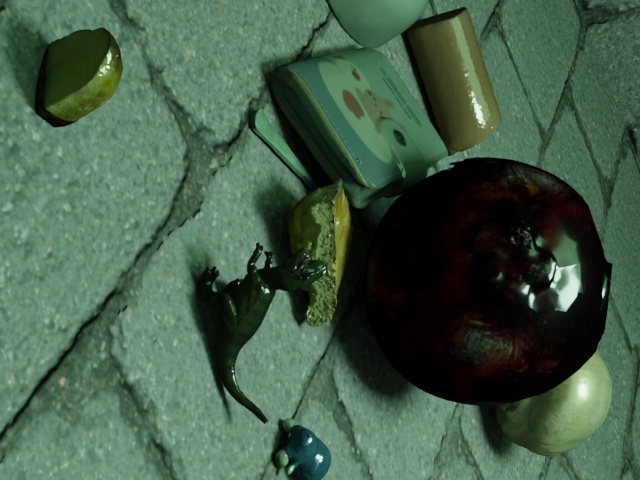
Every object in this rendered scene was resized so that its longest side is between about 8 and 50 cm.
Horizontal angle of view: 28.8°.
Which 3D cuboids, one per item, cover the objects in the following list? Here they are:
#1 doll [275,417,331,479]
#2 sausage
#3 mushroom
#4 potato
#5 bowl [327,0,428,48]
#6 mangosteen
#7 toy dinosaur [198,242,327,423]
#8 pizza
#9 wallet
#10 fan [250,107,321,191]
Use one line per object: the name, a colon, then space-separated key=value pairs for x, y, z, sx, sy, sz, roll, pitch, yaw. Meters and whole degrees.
doll: x=-0.020 y=0.282 z=1.625 sx=0.083 sy=0.050 sz=0.076 roll=56 pitch=38 yaw=-36
sausage: x=0.250 y=-0.294 z=2.305 sx=0.123 sy=0.123 sz=0.252 roll=-38 pitch=112 yaw=-60
mushroom: x=0.380 y=0.251 z=2.213 sx=0.234 sy=0.260 sz=0.254 roll=17 pitch=66 yaw=-17
potato: x=-0.249 y=-0.177 z=1.358 sx=0.066 sy=0.103 sz=0.096 roll=33 pitch=51 yaw=-48
bowl: x=0.113 y=-0.483 z=2.112 sx=0.289 sy=0.146 sz=0.289 roll=35 pitch=48 yaw=-50
mangosteen: x=0.267 y=0.064 z=1.899 sx=0.421 sy=0.381 sz=0.381 roll=14 pitch=65 yaw=-66
toy dinosaur: x=-0.068 y=0.099 z=1.511 sx=0.087 sy=0.187 sz=0.179 roll=23 pitch=31 yaw=-54
pizza: x=-0.001 y=-0.005 z=1.772 sx=0.204 sy=0.081 sz=0.188 roll=-67 pitch=158 yaw=-62
wallet: x=0.071 y=-0.181 z=1.935 sx=0.252 sy=0.083 sz=0.360 roll=57 pitch=29 yaw=3
fan: x=-0.046 y=-0.117 z=1.794 sx=0.193 sy=0.016 sz=0.038 roll=49 pitch=41 yaw=-38
